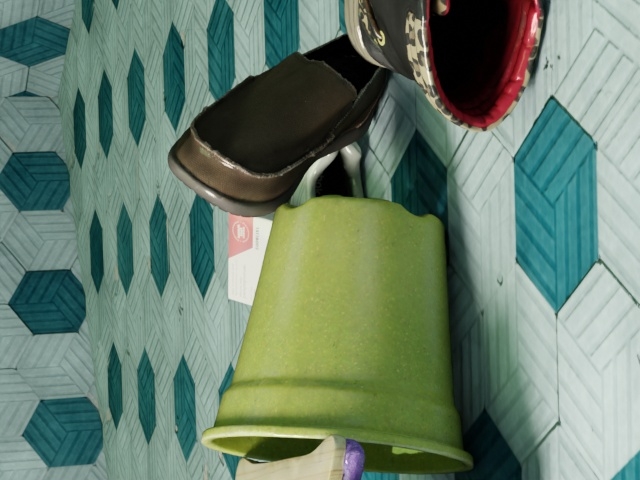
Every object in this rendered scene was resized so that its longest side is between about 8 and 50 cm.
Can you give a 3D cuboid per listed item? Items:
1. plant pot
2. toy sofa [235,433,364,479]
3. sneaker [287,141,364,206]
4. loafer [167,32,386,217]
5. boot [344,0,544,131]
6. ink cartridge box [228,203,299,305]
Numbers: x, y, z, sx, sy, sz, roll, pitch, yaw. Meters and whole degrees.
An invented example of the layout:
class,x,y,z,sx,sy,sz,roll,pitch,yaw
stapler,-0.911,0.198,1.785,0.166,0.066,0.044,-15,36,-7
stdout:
class,x,y,z,sx,sy,sz,roll,pitch,yaw
plant pot,0.029,0.096,1.770,0.276,0.276,0.253,146,131,-70
toy sofa,0.019,0.301,1.684,0.362,0.150,0.177,148,133,-68
sneaker,0.000,0.000,2.075,0.118,0.110,0.292,23,115,61
loafer,-0.039,-0.145,1.861,0.366,0.134,0.130,-43,-15,-54
boot,0.104,-0.303,1.615,0.284,0.138,0.377,-122,30,-60
ink cartridge box,-0.012,0.030,1.996,0.198,0.067,0.115,14,113,34
